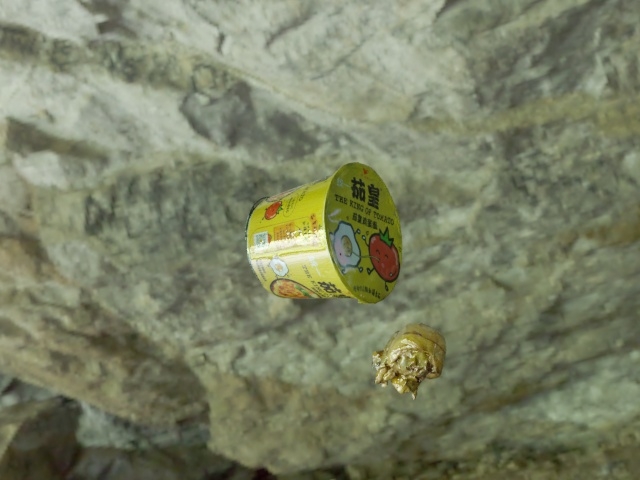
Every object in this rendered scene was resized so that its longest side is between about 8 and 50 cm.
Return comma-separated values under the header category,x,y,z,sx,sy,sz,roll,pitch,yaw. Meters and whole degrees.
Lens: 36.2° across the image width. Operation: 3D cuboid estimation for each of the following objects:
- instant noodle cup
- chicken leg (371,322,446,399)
category,x,y,z,sx,sy,sz,roll,pitch,yaw
instant noodle cup,0.000,0.000,1.267,0.144,0.182,0.182,-10,-3,33
chicken leg,0.118,0.178,1.411,0.085,0.101,0.207,24,-19,-5
